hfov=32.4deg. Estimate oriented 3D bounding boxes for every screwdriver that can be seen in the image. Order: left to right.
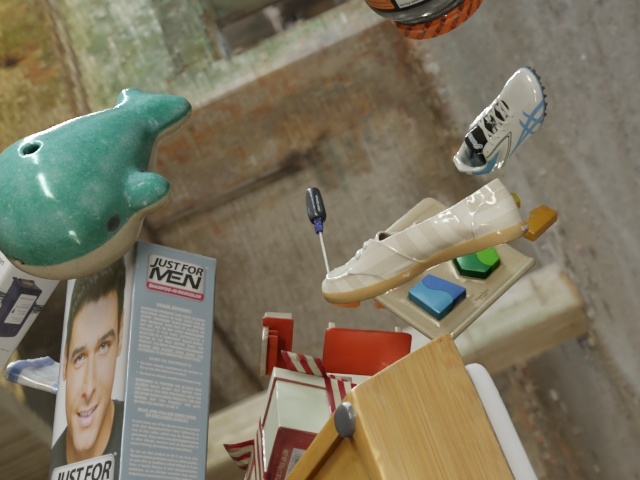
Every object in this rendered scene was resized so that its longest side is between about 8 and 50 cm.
[{"bbox_3d":[0.000,0.000,1.328,0.025,0.024,0.170,31,-145,-34],"label":"screwdriver"}]

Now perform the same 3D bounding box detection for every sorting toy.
[{"bbox_3d":[0.205,0.008,1.667,0.229,0.307,0.041,32,148,34],"label":"sorting toy"}]

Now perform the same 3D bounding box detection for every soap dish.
[{"bbox_3d":[0.069,0.248,0.762,0.229,0.118,0.291,-59,42,46],"label":"soap dish"}]

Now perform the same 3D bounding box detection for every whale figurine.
[{"bbox_3d":[-0.259,-0.088,1.221,0.216,0.272,0.141,15,147,33],"label":"whale figurine"}]

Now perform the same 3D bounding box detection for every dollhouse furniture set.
[{"bbox_3d":[0.026,0.190,1.899,0.135,0.259,0.262,-99,12,-77],"label":"dollhouse furniture set"}]

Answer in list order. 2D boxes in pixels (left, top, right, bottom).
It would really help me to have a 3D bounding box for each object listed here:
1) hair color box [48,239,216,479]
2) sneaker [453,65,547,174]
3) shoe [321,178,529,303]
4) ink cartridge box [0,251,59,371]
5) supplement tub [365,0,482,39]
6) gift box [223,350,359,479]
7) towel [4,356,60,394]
[{"bbox_3d":[-0.218,0.208,1.256,0.113,0.185,0.375,16,-115,-34],"label":"hair color box"},{"bbox_3d":[0.278,-0.176,1.710,0.085,0.086,0.237,58,151,21],"label":"sneaker"},{"bbox_3d":[0.091,0.003,1.059,0.058,0.219,0.076,65,-154,-5],"label":"shoe"},{"bbox_3d":[-0.486,0.062,1.595,0.172,0.237,0.100,36,-177,37],"label":"ink cartridge box"},{"bbox_3d":[0.110,-0.454,1.583,0.316,0.193,0.194,52,-170,-40],"label":"supplement tub"},{"bbox_3d":[-0.007,0.342,1.745,0.258,0.276,0.255,-100,29,-75],"label":"gift box"},{"bbox_3d":[-0.334,0.234,1.723,0.209,0.284,0.034,66,-141,-86],"label":"towel"}]
